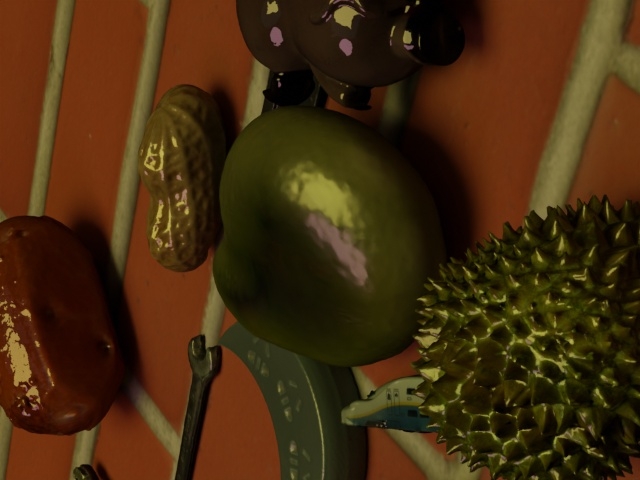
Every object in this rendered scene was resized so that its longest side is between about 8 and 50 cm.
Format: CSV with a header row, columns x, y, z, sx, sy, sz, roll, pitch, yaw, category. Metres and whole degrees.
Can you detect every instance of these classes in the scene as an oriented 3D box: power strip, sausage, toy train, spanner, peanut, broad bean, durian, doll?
x,y,z,sx,sy,sz,roll,pitch,yaw,category
-0.020,0.181,1.723,0.167,0.054,0.253,-41,61,54,power strip
-0.316,0.094,2.084,0.141,0.153,0.268,-42,60,53,sausage
0.087,0.137,1.547,0.234,0.052,0.051,-3,91,59,toy train
-0.141,0.213,1.961,0.054,0.015,0.254,43,131,43,spanner
-0.138,-0.060,1.827,0.083,0.093,0.194,11,104,29,peanut
-0.001,0.000,1.575,0.238,0.119,0.291,60,148,3,broad bean
0.168,0.081,1.302,0.237,0.176,0.200,-34,88,43,durian
0.017,-0.200,1.524,0.257,0.117,0.182,7,101,57,doll

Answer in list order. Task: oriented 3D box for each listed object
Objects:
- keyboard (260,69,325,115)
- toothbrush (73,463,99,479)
x,y,z,sx,sy,sz,roll,pitch,yaw,category
-0.031,-0.099,1.714,0.072,0.023,0.231,42,131,37,keyboard
-0.194,0.358,2.053,0.364,0.041,0.040,43,131,46,toothbrush
